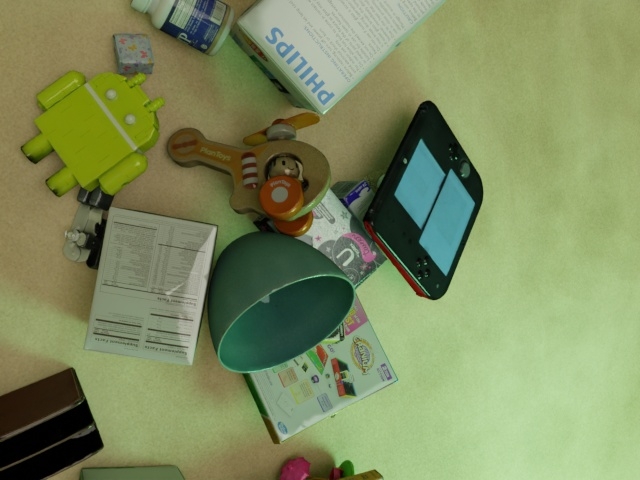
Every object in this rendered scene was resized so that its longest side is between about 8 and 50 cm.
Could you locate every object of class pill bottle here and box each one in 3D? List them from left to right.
[{"bbox_3d":[-0.279,-0.464,1.267,0.187,0.112,0.111,23,84,-25],"label":"pill bottle"}]

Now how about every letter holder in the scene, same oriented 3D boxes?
[{"bbox_3d":[-0.565,0.383,1.141,0.302,0.214,0.151,-21,103,-23],"label":"letter holder"}]

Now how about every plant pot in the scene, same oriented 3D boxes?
[{"bbox_3d":[-0.105,0.096,1.241,0.290,0.195,0.290,-23,146,-17],"label":"plant pot"}]

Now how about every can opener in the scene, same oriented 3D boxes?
[{"bbox_3d":[-0.438,-0.084,1.255,0.093,0.074,0.280,20,86,-61],"label":"can opener"}]

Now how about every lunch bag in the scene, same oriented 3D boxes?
[{"bbox_3d":[-0.375,-0.378,1.260,0.071,0.053,0.083,-8,72,-25],"label":"lunch bag"}]

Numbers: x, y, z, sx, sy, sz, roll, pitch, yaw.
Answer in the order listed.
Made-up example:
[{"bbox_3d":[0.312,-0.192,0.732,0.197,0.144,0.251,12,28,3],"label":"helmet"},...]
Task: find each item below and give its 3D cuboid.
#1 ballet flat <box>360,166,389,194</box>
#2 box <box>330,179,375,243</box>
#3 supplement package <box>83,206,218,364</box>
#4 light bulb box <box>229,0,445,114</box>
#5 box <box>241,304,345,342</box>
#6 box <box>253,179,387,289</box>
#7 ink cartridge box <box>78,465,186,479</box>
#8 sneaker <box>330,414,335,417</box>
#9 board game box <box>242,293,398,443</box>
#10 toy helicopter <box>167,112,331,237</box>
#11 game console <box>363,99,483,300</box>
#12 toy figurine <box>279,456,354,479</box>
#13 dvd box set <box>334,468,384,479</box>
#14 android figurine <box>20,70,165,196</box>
[{"bbox_3d":[0.191,-0.151,1.546,0.206,0.067,0.073,-22,104,-23],"label":"ballet flat"},{"bbox_3d":[0.085,-0.067,1.469,0.072,0.126,0.137,-44,111,-18],"label":"box"},{"bbox_3d":[-0.318,0.081,1.220,0.198,0.199,0.262,10,90,-9],"label":"supplement package"},{"bbox_3d":[0.030,-0.453,1.232,0.361,0.358,0.225,-43,107,2],"label":"light bulb box"},{"bbox_3d":[-0.066,0.186,1.384,0.233,0.058,0.087,2,72,-17],"label":"box"},{"bbox_3d":[0.000,0.000,1.405,0.163,0.142,0.247,-43,104,-13],"label":"box"},{"bbox_3d":[-0.404,0.629,1.292,0.211,0.122,0.288,9,90,-26],"label":"ink cartridge box"},{"bbox_3d":[-0.034,0.391,1.484,0.189,0.066,0.071,7,95,-25],"label":"sneaker"},{"bbox_3d":[-0.011,0.283,1.437,0.317,0.064,0.242,-21,79,-23],"label":"board game box"},{"bbox_3d":[-0.145,-0.168,1.276,0.355,0.140,0.234,18,76,15],"label":"toy helicopter"},{"bbox_3d":[0.264,-0.086,1.503,0.342,0.060,0.386,50,56,-39],"label":"game console"},{"bbox_3d":[-0.027,0.585,1.498,0.159,0.130,0.173,21,110,-13],"label":"toy figurine"},{"bbox_3d":[-0.041,0.709,1.377,0.421,0.062,0.307,-10,93,-16],"label":"dvd box set"},{"bbox_3d":[-0.424,-0.210,1.195,0.273,0.056,0.248,-36,83,-3],"label":"android figurine"}]
